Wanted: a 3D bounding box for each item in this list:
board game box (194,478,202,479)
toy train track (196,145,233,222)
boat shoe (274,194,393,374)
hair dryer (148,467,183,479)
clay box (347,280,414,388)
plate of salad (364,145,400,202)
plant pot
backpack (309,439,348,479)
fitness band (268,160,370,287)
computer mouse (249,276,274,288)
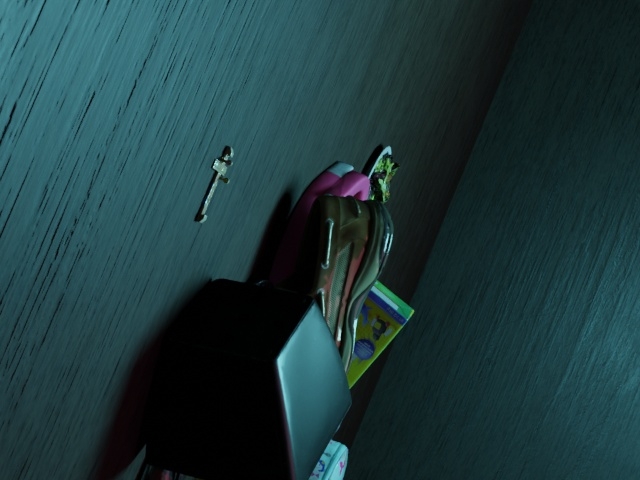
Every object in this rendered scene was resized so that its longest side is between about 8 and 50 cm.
[{"bbox_3d":[-0.159,0.409,1.383,0.259,0.039,0.124,-70,154,-44],"label":"board game box"},{"bbox_3d":[-0.105,-0.056,1.204,0.048,0.014,0.083,39,73,-79],"label":"toy train track"},{"bbox_3d":[-0.013,0.088,1.567,0.122,0.119,0.324,31,-77,66],"label":"boat shoe"},{"bbox_3d":[-0.216,0.354,1.385,0.293,0.080,0.224,-60,148,-51],"label":"hair dryer"},{"bbox_3d":[0.026,0.153,1.807,0.222,0.127,0.053,-53,176,21],"label":"clay box"},{"bbox_3d":[0.094,-0.069,2.069,0.200,0.048,0.200,22,90,-79],"label":"plate of salad"},{"bbox_3d":[-0.083,0.152,1.321,0.188,0.187,0.167,-55,149,-51],"label":"plant pot"},{"bbox_3d":[-0.068,0.355,1.779,0.253,0.191,0.225,79,35,-62],"label":"backpack"},{"bbox_3d":[0.000,0.000,1.729,0.291,0.054,0.209,-42,152,-64],"label":"fitness band"},{"bbox_3d":[-0.109,0.145,1.504,0.106,0.042,0.193,-33,144,-73],"label":"computer mouse"}]
